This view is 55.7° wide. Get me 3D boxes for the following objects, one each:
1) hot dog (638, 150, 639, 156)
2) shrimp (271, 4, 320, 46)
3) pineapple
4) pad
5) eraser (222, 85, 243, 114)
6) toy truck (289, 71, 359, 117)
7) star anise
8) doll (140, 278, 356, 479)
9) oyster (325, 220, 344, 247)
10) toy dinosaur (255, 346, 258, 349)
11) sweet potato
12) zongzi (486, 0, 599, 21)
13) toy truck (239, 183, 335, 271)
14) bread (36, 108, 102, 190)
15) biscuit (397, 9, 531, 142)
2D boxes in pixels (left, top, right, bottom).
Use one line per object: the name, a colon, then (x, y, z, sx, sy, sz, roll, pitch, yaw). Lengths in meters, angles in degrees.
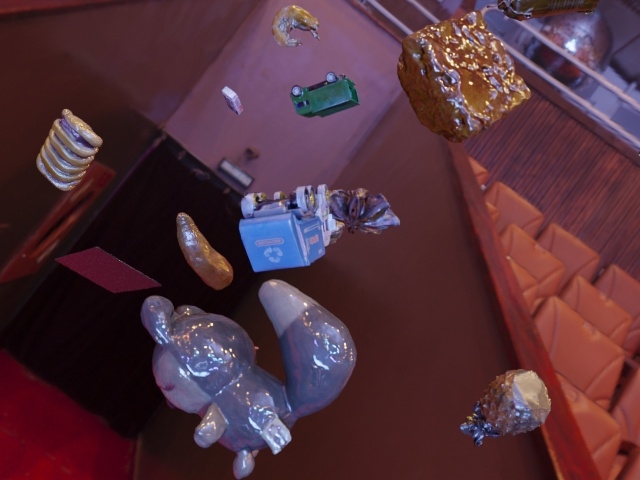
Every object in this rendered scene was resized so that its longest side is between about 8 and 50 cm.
hot dog: (0.730, -0.196, 1.302, 0.083, 0.037, 0.021, -5, 12, 34)
shrimp: (-0.076, -0.660, 1.892, 0.187, 0.132, 0.051, 32, 14, 30)
pineapple: (0.316, 0.304, 1.075, 0.108, 0.108, 0.197, 37, -42, 3)
pad: (-0.628, 0.092, 1.775, 0.330, 0.004, 0.220, -10, -39, 47)
eraser: (-0.307, -0.487, 2.112, 0.052, 0.029, 0.122, 38, -10, 13)
toy truck: (0.007, -0.330, 1.388, 0.065, 0.147, 0.079, -1, 79, -67)
star anise: (0.128, -0.107, 2.207, 0.332, 0.117, 0.332, 7, -18, 2)
doll: (-0.153, 0.224, 1.215, 0.382, 0.378, 0.252, 51, -6, 7)
oyster: (0.004, -0.004, 1.736, 0.056, 0.177, 0.105, 58, 26, 9)
toy dinosaur: (-0.247, 0.357, 1.860, 0.101, 0.055, 0.279, 57, 5, 5)
sweet potato: (-0.332, 0.044, 1.717, 0.097, 0.097, 0.292, 33, -22, 46)
zongzi: (0.474, -0.600, 1.350, 0.111, 0.248, 0.241, 98, -23, -62)
toy truck: (-0.070, -0.037, 1.382, 0.146, 0.175, 0.367, -6, 6, 15)
bread: (-0.650, -0.230, 1.550, 0.134, 0.225, 0.081, 48, 39, 3)
biscuit: (0.415, -0.479, 1.789, 0.166, 0.395, 0.342, -28, -89, 51)
